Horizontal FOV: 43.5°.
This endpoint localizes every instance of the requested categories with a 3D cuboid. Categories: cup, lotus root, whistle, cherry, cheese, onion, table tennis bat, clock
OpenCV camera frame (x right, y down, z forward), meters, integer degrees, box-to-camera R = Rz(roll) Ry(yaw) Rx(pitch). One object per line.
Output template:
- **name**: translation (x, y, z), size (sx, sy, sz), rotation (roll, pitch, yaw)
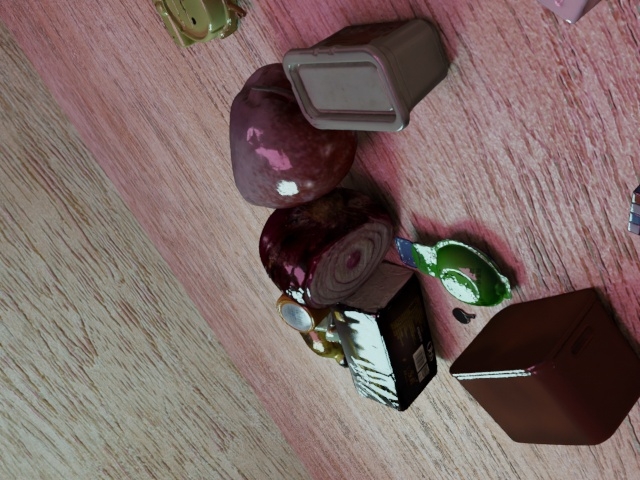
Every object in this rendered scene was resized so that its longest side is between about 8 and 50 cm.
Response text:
- **cup**: translation (0.012, 0.149, 2.291), size (0.226, 0.264, 0.182), rotation (43, 141, -2)
- **lotus root**: translation (0.009, 0.256, 2.489), size (0.141, 0.169, 0.314), rotation (-38, 72, 52)
- **whistle**: translation (0.063, 0.252, 2.363), size (0.253, 0.102, 0.106), rotation (7, 133, 4)
- **cherry**: translation (-0.083, -0.240, 1.859), size (0.335, 0.291, 0.327), rotation (-22, 90, 55)
- **cheese**: translation (0.310, 0.065, 1.892), size (0.320, 0.083, 0.204), rotation (22, 145, 40)
- **onion**: translation (0.000, 0.000, 2.021), size (0.260, 0.336, 0.282), rotation (38, 159, 35)
- **table tennis bat**: translation (0.369, 0.195, 2.059), size (0.050, 0.007, 0.083), rotation (57, 155, -13)
- **clock**: translation (-0.301, -0.595, 1.967), size (0.308, 0.096, 0.235), rotation (13, 136, 49)

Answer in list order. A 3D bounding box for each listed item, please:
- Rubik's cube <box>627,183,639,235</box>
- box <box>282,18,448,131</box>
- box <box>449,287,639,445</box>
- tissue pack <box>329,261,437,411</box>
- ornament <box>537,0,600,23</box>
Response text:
- **Rubik's cube**: translation (0.570, -0.056, 1.311), size (0.092, 0.092, 0.092), rotation (30, 148, 36)
- **box**: translation (0.094, -0.337, 1.586), size (0.311, 0.182, 0.175), rotation (12, 135, 51)
- **box**: translation (0.491, 0.284, 1.727), size (0.229, 0.239, 0.339), rotation (50, 154, -6)
- **tissue pack**: translation (0.185, 0.263, 2.192), size (0.198, 0.210, 0.370), rotation (10, 131, 37)
- **ornament**: translation (0.323, -0.469, 0.987), size (0.239, 0.239, 0.240), rotation (40, 152, 15)
